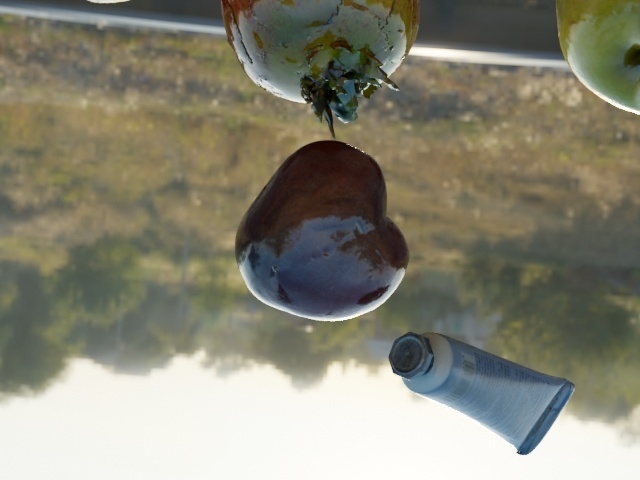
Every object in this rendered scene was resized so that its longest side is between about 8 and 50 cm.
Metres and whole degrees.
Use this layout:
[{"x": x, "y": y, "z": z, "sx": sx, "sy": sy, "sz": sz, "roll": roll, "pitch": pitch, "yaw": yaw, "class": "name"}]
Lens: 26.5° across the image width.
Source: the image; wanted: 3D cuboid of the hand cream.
[{"x": 0.149, "y": 0.138, "z": 1.233, "sx": 0.256, "sy": 0.088, "sz": 0.055, "roll": 27, "pitch": -175, "yaw": -46, "class": "hand cream"}]

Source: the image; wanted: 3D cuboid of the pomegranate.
[{"x": 0.005, "y": -0.229, "z": 1.372, "sx": 0.210, "sy": 0.235, "sz": 0.210, "roll": -15, "pitch": 156, "yaw": -7, "class": "pomegranate"}]

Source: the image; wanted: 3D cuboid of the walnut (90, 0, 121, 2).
[{"x": -0.264, "y": -0.373, "z": 1.674, "sx": 0.159, "sy": 0.159, "sz": 0.206, "roll": 8, "pitch": 180, "yaw": -42, "class": "walnut"}]

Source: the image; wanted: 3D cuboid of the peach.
[{"x": 0.000, "y": 0.000, "z": 1.158, "sx": 0.152, "sy": 0.152, "sz": 0.152, "roll": 5, "pitch": 176, "yaw": 0, "class": "peach"}]

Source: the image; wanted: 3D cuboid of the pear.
[{"x": 0.393, "y": -0.323, "z": 1.626, "sx": 0.191, "sy": 0.340, "sz": 0.386, "roll": 17, "pitch": -133, "yaw": 36, "class": "pear"}]
